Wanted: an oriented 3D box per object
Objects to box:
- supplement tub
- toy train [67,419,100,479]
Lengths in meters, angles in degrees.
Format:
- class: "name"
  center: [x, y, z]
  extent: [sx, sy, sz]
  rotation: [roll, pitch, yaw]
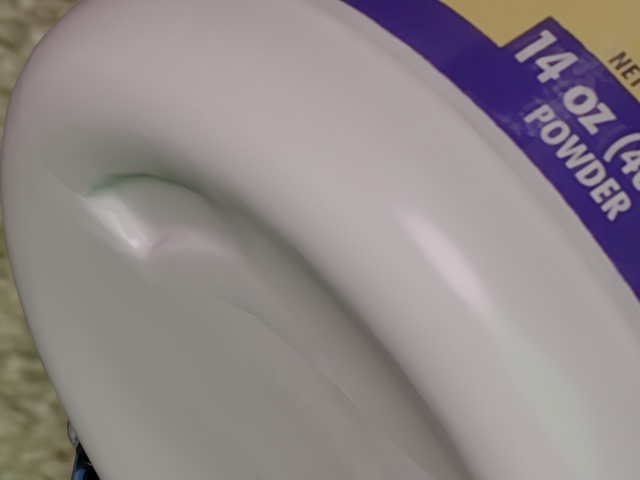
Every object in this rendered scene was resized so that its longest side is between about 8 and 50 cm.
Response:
- class: "supplement tub"
  center: [0.109, -0.025, 0.534]
  extent: [0.331, 0.241, 0.241]
  rotation: [-34, 108, -27]
- class: "toy train"
  center: [-0.006, 0.105, 0.699]
  extent: [0.184, 0.080, 0.105]
  rotation: [17, 109, -9]
